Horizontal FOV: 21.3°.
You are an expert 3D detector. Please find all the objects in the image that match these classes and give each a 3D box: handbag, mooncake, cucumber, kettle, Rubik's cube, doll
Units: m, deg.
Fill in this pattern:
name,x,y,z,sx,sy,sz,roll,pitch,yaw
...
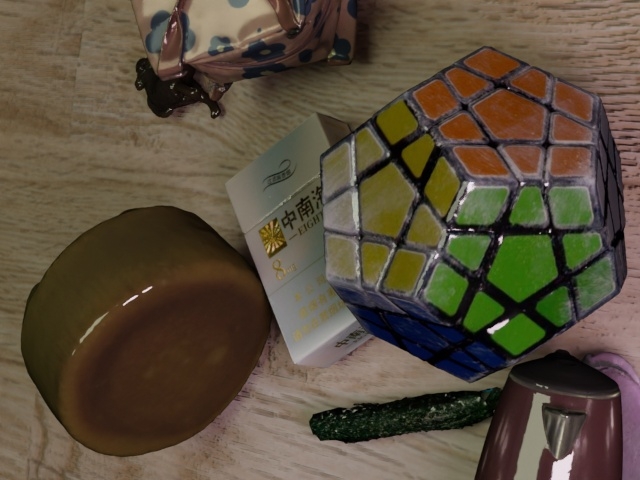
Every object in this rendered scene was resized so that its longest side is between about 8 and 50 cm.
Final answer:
name,x,y,z,sx,sy,sz,roll,pitch,yaw
handbag,-0.082,-0.276,1.907,0.251,0.190,0.193,-14,71,27
mooncake,-0.203,0.100,1.939,0.155,0.284,0.284,45,116,36
cucumber,0.092,0.187,1.808,0.256,0.043,0.044,-13,81,42
kettle,0.217,0.225,1.587,0.144,0.202,0.232,11,99,10
Rubik's cube,0.149,-0.023,1.619,0.319,0.319,0.264,13,67,44
doll,-0.176,-0.218,2.105,0.165,0.057,0.139,15,99,49

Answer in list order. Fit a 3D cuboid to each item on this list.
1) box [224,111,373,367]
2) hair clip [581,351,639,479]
name,x,y,z,sx,sy,sz,roll,pitch,yaw
box,0.000,0.000,1.891,0.155,0.067,0.243,-37,62,26
hair clip,0.312,0.263,1.572,0.095,0.110,0.359,-25,56,-4
